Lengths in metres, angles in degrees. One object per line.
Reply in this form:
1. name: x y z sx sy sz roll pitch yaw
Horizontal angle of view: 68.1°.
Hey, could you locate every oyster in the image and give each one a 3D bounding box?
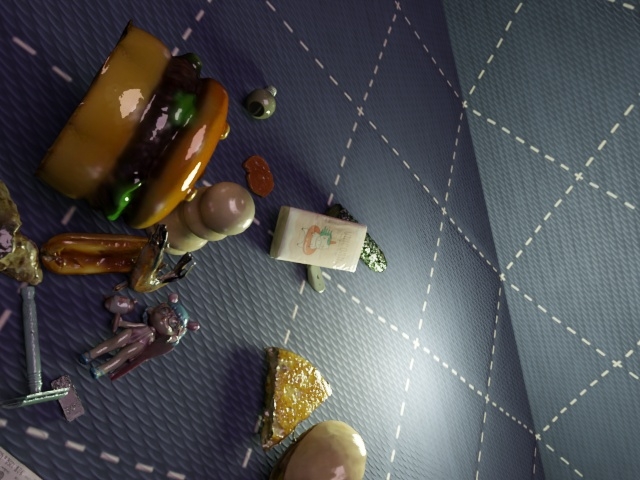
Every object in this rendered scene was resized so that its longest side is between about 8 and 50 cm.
1. oyster: -0.641 -0.047 0.876 0.166 0.111 0.341 -42 114 -42

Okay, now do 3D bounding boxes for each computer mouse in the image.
1. computer mouse: -0.020 0.122 1.575 0.056 0.032 0.110 -1 74 -48

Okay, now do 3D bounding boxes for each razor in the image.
1. razor: -0.570 0.205 0.936 0.106 0.068 0.231 31 46 -74

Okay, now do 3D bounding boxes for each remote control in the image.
1. remote control: -0.534 0.331 0.997 0.039 0.014 0.096 -28 102 -46

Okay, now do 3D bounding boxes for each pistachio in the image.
1. pistachio: 0.003 0.660 1.373 0.309 0.230 0.229 -17 96 -36

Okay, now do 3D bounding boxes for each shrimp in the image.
1. shrimp: -0.360 0.045 1.108 0.152 0.219 0.046 -12 51 -44

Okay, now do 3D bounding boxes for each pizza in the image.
1. pizza: -0.112 0.470 1.390 0.279 0.075 0.287 51 52 -24

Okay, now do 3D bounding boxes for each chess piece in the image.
1. chess piece: -0.278 -0.057 1.131 0.167 0.300 0.166 8 79 -45

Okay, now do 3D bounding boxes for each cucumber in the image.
1. cucumber: 0.148 0.009 1.731 0.359 0.096 0.096 44 54 -32

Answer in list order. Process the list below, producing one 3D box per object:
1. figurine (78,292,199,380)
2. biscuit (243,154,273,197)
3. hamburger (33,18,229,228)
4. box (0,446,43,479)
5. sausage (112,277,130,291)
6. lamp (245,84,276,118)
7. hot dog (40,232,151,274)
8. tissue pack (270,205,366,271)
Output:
1. figurine: -0.428 0.209 1.088 0.205 0.102 0.260 44 45 14
2. biscuit: -0.190 -0.197 1.457 0.102 0.019 0.130 -29 104 -46
3. hamburger: -0.376 -0.207 0.994 0.278 0.396 0.395 31 61 -29
4. box: -0.608 0.447 0.848 0.199 0.081 0.135 57 48 -21
5. sausage: -0.451 0.095 1.127 0.100 0.015 0.015 -37 110 -44
6. lamp: -0.172 -0.444 1.482 0.091 0.091 0.163 55 34 -26
7. hot dog: -0.485 0.027 1.052 0.250 0.068 0.100 5 117 -52
8. tissue pack: 0.000 0.000 1.530 0.326 0.071 0.169 12 94 -37
